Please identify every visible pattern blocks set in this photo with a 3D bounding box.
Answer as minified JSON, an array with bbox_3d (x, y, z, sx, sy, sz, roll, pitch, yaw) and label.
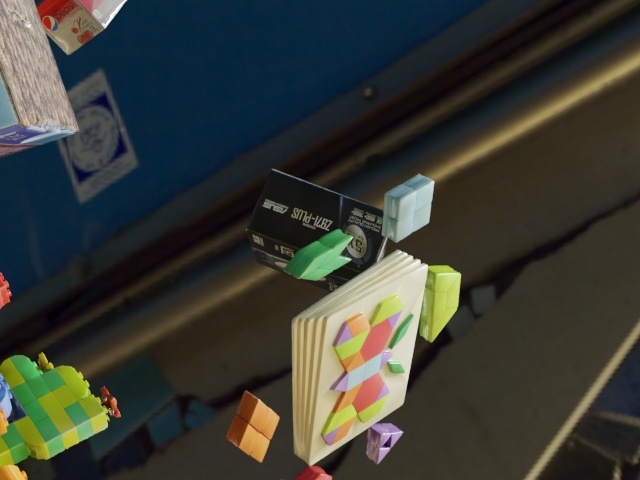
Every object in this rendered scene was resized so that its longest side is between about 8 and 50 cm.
[{"bbox_3d":[0.033,0.110,0.916,0.285,0.026,0.325,-38,-40,-29],"label":"pattern blocks set"}]

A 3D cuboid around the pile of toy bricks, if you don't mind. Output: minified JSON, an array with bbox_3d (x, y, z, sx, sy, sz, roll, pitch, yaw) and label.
[{"bbox_3d":[-0.171,0.109,0.591,0.105,0.212,0.118,-27,-37,-26],"label":"pile of toy bricks"}]

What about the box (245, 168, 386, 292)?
[{"bbox_3d":[0.000,0.000,1.184,0.147,0.078,0.180,21,-12,4],"label":"box"}]

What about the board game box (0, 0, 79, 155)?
[{"bbox_3d":[-0.322,-0.089,0.627,0.291,0.141,0.232,-19,7,-5],"label":"board game box"}]

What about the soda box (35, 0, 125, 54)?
[{"bbox_3d":[-0.324,-0.392,1.518,0.092,0.263,0.083,-25,-60,35],"label":"soda box"}]
